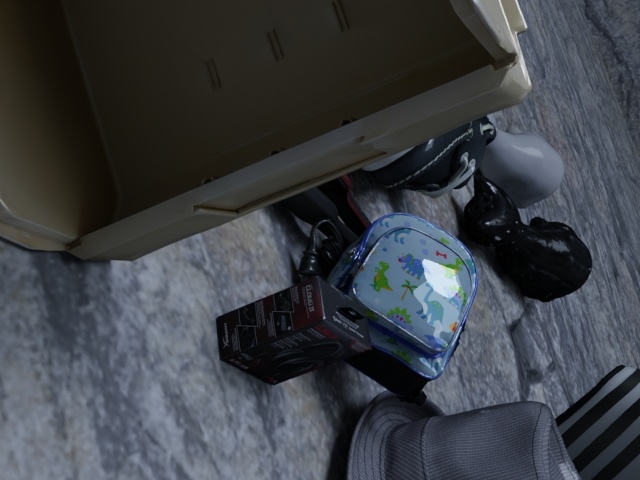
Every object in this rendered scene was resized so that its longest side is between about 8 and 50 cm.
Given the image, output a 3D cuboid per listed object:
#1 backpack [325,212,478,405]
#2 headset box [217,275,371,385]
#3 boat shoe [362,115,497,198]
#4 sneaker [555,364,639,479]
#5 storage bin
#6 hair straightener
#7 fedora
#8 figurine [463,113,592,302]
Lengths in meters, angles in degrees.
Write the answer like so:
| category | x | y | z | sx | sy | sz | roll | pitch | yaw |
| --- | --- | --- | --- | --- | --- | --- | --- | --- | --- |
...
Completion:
| category | x | y | z | sx | sy | sz | roll | pitch | yaw |
| --- | --- | --- | --- | --- | --- | --- | --- | --- | --- |
| backpack | 0.060 | 0.038 | 0.835 | 0.105 | 0.084 | 0.114 | 31 | 56 | -6 |
| headset box | -0.013 | 0.057 | 0.735 | 0.062 | 0.083 | 0.032 | 37 | 38 | -52 |
| boat shoe | 0.114 | -0.091 | 1.104 | 0.091 | 0.114 | 0.302 | 59 | 25 | -7 |
| sneaker | 0.290 | 0.305 | 1.076 | 0.169 | 0.258 | 0.447 | -21 | 125 | -40 |
| storage bin | -0.061 | -0.151 | 0.584 | 0.123 | 0.262 | 0.260 | 5 | 65 | -67 |
| hair straightener | 0.000 | 0.000 | 0.885 | 0.230 | 0.047 | 0.089 | 55 | 52 | -40 |
| fedora | 0.137 | 0.202 | 0.849 | 0.243 | 0.124 | 0.275 | 67 | 17 | 16 |
| figurine | 0.212 | -0.061 | 1.335 | 0.209 | 0.092 | 0.214 | 32 | 41 | -48 |
